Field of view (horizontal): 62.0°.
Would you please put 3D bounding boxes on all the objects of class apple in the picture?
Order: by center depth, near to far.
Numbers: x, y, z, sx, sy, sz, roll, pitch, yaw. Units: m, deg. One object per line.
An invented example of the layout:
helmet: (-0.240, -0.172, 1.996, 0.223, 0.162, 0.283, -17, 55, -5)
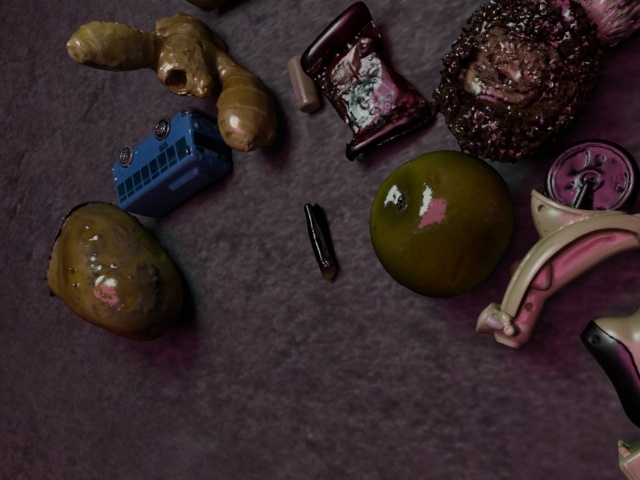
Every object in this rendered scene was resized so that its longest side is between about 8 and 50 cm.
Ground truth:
apple: (0.154, -0.026, 0.706, 0.196, 0.156, 0.197, -32, 47, 42)

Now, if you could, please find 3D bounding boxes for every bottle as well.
bottle: (-0.029, -0.277, 0.945, 0.045, 0.045, 0.097, -21, 73, 28)

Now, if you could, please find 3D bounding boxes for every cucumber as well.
cucumber: (-0.001, 0.001, 0.892, 0.034, 0.033, 0.135, -47, 54, 55)

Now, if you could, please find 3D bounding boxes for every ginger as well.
ginger: (-0.223, -0.330, 1.001, 0.362, 0.348, 0.122, 20, 127, -5)

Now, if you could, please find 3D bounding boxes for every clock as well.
clock: (0.347, 0.089, 0.612, 0.276, 0.120, 0.379, -45, 63, 15)

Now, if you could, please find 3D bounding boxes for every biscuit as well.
biscuit: (0.066, -0.250, 0.868, 0.151, 0.063, 0.236, -34, 72, 24)

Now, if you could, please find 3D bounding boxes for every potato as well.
potato: (-0.370, 0.078, 1.005, 0.266, 0.229, 0.230, 31, 99, 29)

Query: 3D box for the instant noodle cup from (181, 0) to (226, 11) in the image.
instant noodle cup: (-0.176, -0.602, 0.975, 0.307, 0.293, 0.294, -20, 72, 35)

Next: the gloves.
gloves: (0.273, -0.227, 0.690, 0.210, 0.135, 0.312, 44, 85, 8)

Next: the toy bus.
toy bus: (-0.291, -0.146, 1.048, 0.233, 0.116, 0.134, -27, 67, 27)
